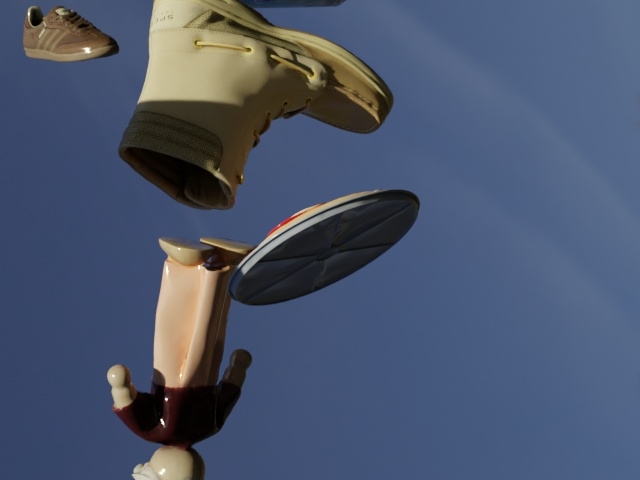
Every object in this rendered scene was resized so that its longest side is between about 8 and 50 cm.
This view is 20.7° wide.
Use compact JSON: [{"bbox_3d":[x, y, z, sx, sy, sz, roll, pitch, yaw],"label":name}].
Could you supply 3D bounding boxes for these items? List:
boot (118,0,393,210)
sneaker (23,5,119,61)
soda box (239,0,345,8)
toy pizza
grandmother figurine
[{"bbox_3d":[-0.059,-0.111,1.673,0.262,0.095,0.203,25,-123,-24],"label":"boot"},{"bbox_3d":[-0.350,-0.285,2.402,0.066,0.188,0.071,-19,-71,-43],"label":"sneaker"},{"bbox_3d":[-0.041,-0.313,2.030,0.210,0.071,0.067,-10,-103,-44],"label":"soda box"},{"bbox_3d":[0.000,0.000,1.656,0.201,0.201,0.032,7,-128,-59],"label":"toy pizza"},{"bbox_3d":[-0.163,0.171,2.086,0.208,0.104,0.342,1,-79,-31],"label":"grandmother figurine"}]
